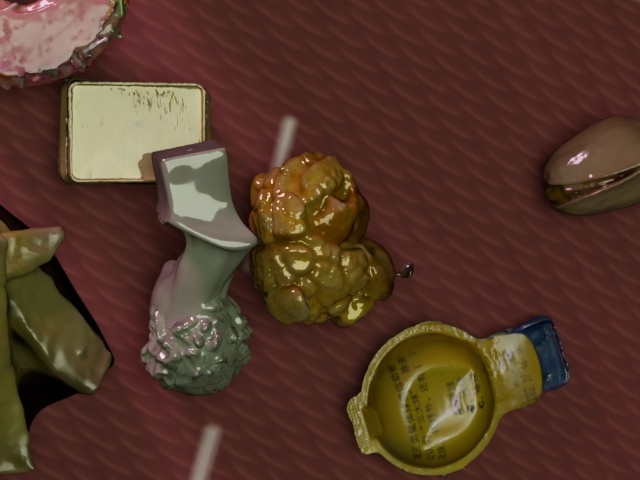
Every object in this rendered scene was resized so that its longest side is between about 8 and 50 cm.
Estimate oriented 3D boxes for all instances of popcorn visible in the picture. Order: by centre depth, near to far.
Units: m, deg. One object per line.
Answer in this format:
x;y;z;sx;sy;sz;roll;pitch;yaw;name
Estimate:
-0.015;0.010;1.917;0.163;0.140;0.194;-36;109;-18;popcorn

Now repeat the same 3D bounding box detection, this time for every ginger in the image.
-0.425;0.095;1.786;0.413;0.211;0.358;34;86;-12;ginger

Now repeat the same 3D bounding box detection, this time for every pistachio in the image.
0.328;-0.081;2.004;0.149;0.113;0.113;-29;97;-6;pistachio

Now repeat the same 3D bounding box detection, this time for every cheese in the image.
0.159;0.169;1.989;0.270;0.069;0.177;-20;96;-15;cheese

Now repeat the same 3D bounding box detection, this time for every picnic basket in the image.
-0.203;-0.115;1.896;0.164;0.079;0.115;2;89;-13;picnic basket

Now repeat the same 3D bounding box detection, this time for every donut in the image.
-0.328;-0.263;1.852;0.199;0.085;0.233;-38;90;-6;donut

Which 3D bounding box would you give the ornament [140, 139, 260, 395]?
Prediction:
-0.124;0.032;1.846;0.120;0.130;0.285;1;115;-11;ornament
